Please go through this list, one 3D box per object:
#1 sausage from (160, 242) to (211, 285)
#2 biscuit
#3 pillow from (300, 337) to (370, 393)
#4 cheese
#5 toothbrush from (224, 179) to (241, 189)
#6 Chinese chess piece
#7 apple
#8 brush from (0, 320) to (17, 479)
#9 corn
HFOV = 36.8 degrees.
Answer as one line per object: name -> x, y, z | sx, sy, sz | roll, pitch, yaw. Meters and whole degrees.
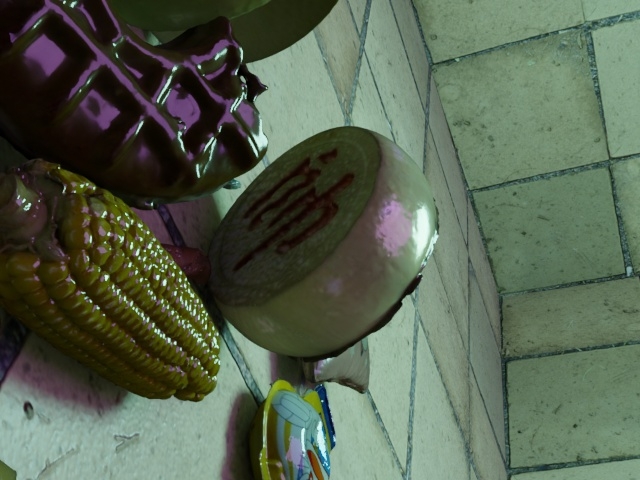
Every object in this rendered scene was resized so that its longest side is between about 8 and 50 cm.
sausage -> -0.148, 0.025, 0.972 | 0.036, 0.042, 0.158 | 43, 7, 15
biscuit -> -0.173, -0.198, 0.747 | 0.268, 0.115, 0.366 | -19, 102, -42
pillow -> 0.009, 0.096, 1.347 | 0.223, 0.084, 0.236 | 42, 37, -66
cheese -> -0.026, 0.245, 1.162 | 0.270, 0.069, 0.177 | -24, 102, -74
toothbrush -> -0.146, -0.061, 1.052 | 0.022, 0.026, 0.263 | -70, 165, 10
Chinese chess piece -> 0.000, 0.000, 1.061 | 0.112, 0.270, 0.270 | 44, 34, -31
apple -> -0.098, -0.321, 0.977 | 0.292, 0.254, 0.292 | -16, 90, -75
brush -> -0.237, 0.117, 0.612 | 0.103, 0.047, 0.233 | 61, 15, -46
corn -> -0.164, 0.045, 0.764 | 0.322, 0.119, 0.119 | 57, 27, -59
